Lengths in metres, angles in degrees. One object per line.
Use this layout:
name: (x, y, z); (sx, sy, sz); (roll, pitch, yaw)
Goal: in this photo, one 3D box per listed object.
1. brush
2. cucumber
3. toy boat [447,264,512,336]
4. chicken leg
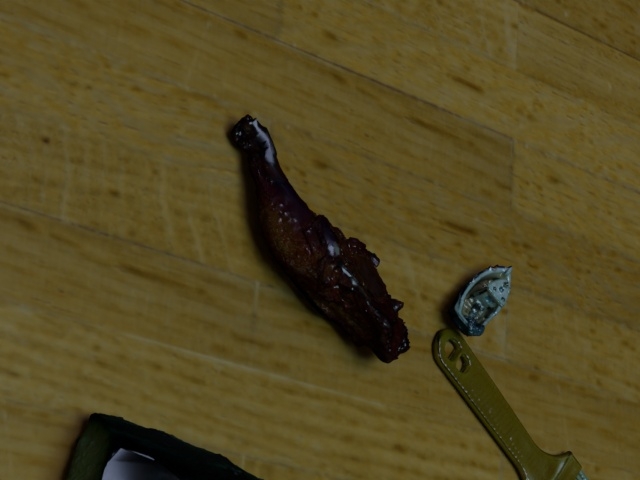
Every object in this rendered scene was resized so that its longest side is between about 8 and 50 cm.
brush: (0.151, 0.156, 1.410); (0.218, 0.010, 0.082); (53, 51, -16)
cucumber: (-0.075, 0.186, 1.161); (0.193, 0.086, 0.115); (32, 61, -23)
toy boat: (0.128, 0.043, 1.400); (0.038, 0.038, 0.083); (57, 43, -14)
chicken leg: (0.000, 0.005, 1.294); (0.205, 0.053, 0.093); (55, 26, -25)
